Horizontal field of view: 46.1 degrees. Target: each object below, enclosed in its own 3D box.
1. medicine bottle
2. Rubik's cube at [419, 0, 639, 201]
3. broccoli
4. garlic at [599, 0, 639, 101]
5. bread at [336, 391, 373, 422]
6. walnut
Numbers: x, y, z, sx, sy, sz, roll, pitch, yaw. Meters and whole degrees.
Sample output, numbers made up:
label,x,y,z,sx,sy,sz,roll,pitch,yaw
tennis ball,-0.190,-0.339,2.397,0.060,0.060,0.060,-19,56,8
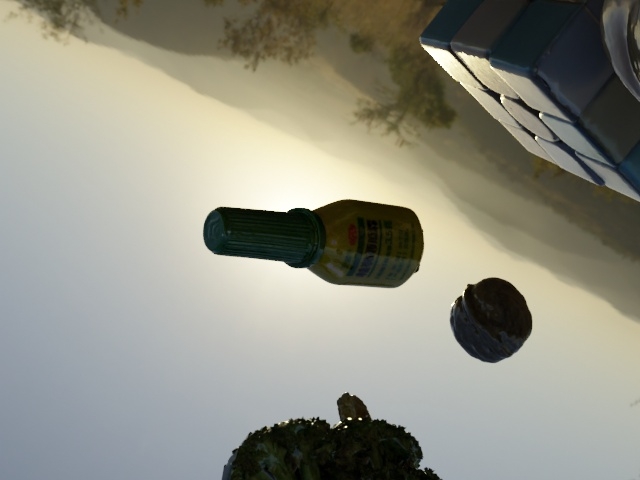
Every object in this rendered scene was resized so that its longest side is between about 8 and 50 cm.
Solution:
label,x,y,z,sx,sy,sz,roll,pitch,yaw
medicine bottle,0.000,0.000,0.915,0.309,0.111,0.076,5,-174,-37
Rubik's cube,0.431,-0.319,1.168,0.347,0.346,0.344,37,-174,-30
broccoli,0.024,0.318,0.776,0.307,0.308,0.275,25,156,-18
garlic,0.395,-0.227,0.876,0.110,0.228,0.217,-19,152,32
bread,0.075,0.368,1.368,0.154,0.054,0.136,55,-157,-11
walnut,0.447,0.208,1.988,0.224,0.224,0.224,26,-174,-3
